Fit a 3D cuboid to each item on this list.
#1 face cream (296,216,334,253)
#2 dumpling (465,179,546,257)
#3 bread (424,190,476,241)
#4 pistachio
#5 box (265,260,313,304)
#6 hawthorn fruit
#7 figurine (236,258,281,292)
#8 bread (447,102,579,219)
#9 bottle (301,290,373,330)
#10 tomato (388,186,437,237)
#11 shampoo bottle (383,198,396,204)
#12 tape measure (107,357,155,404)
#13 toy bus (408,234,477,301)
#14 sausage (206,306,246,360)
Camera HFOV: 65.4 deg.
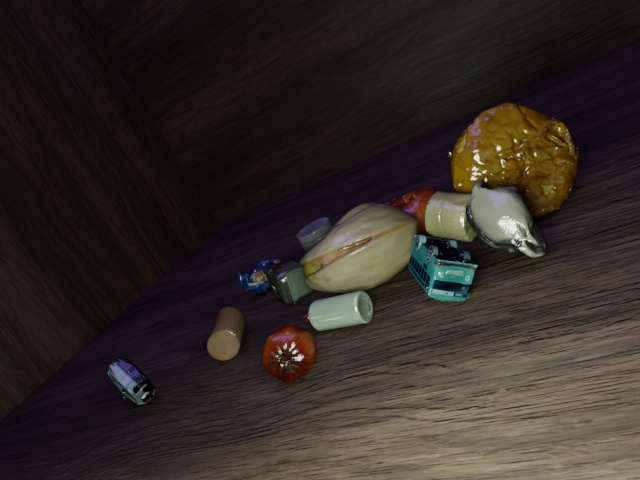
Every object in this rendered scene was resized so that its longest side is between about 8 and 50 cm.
[{"bbox_3d":[0.000,0.000,2.304,0.177,0.153,0.177,-29,15,9],"label":"face cream"},{"bbox_3d":[0.529,-0.050,1.437,0.163,0.293,0.204,-37,-31,11],"label":"dumpling"},{"bbox_3d":[0.417,-0.079,1.548,0.141,0.134,0.148,11,58,39],"label":"bread"},{"bbox_3d":[0.138,0.032,1.737,0.445,0.281,0.365,-25,-8,7],"label":"pistachio"},{"bbox_3d":[-0.129,0.168,2.032,0.129,0.148,0.210,-22,13,-19],"label":"box"},{"bbox_3d":[-0.085,0.326,1.481,0.157,0.157,0.194,-24,-1,18],"label":"hawthorn fruit"},{"bbox_3d":[-0.247,0.169,2.292,0.262,0.121,0.164,-10,39,-13],"label":"figurine"},{"bbox_3d":[0.618,-0.238,1.621,0.398,0.398,0.215,-28,10,5],"label":"bread"},{"bbox_3d":[0.043,0.232,1.605,0.245,0.104,0.104,-17,20,35],"label":"bottle"},{"bbox_3d":[0.358,-0.089,1.913,0.260,0.180,0.260,-27,13,7],"label":"tomato"},{"bbox_3d":[0.227,-0.084,2.282,0.303,0.092,0.092,-27,16,9],"label":"shampoo bottle"},{"bbox_3d":[-0.699,0.523,1.843,0.182,0.181,0.107,28,54,28],"label":"tape measure"},{"bbox_3d":[0.349,0.079,1.461,0.128,0.147,0.256,8,16,-6],"label":"toy bus"},{"bbox_3d":[-0.353,0.345,1.907,0.123,0.123,0.253,-28,15,5],"label":"sausage"}]
